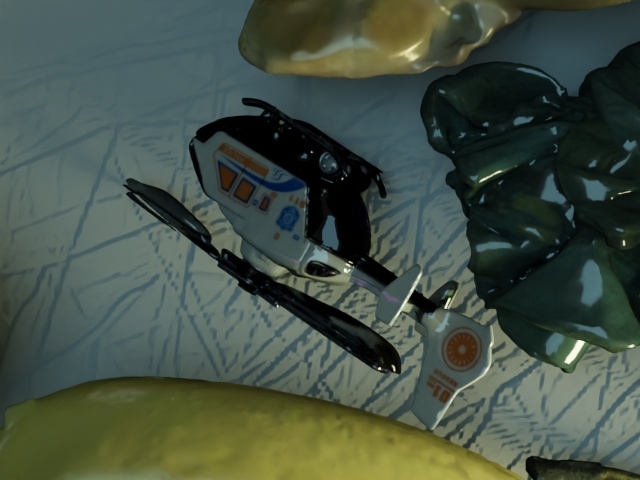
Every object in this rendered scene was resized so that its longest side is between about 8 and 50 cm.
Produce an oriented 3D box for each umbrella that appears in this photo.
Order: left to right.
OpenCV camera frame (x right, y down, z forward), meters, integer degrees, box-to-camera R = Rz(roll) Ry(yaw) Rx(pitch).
[{"bbox_3d":[0.209,-0.078,0.779,0.349,0.094,0.143,-28,88,8],"label":"umbrella"}]

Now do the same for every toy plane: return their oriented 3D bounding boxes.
[{"bbox_3d":[0.001,0.000,0.827,0.197,0.053,0.078,36,96,25],"label":"toy plane"}]

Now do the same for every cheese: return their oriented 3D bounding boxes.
[{"bbox_3d":[-0.024,0.181,0.778,0.316,0.128,0.259,32,73,6],"label":"cheese"}]

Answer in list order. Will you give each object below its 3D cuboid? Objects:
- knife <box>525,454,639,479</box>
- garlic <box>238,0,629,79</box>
[{"bbox_3d":[0.195,0.135,0.812,0.222,0.021,0.045,13,92,8],"label":"knife"},{"bbox_3d":[0.049,-0.191,0.716,0.279,0.325,0.132,11,52,10],"label":"garlic"}]
